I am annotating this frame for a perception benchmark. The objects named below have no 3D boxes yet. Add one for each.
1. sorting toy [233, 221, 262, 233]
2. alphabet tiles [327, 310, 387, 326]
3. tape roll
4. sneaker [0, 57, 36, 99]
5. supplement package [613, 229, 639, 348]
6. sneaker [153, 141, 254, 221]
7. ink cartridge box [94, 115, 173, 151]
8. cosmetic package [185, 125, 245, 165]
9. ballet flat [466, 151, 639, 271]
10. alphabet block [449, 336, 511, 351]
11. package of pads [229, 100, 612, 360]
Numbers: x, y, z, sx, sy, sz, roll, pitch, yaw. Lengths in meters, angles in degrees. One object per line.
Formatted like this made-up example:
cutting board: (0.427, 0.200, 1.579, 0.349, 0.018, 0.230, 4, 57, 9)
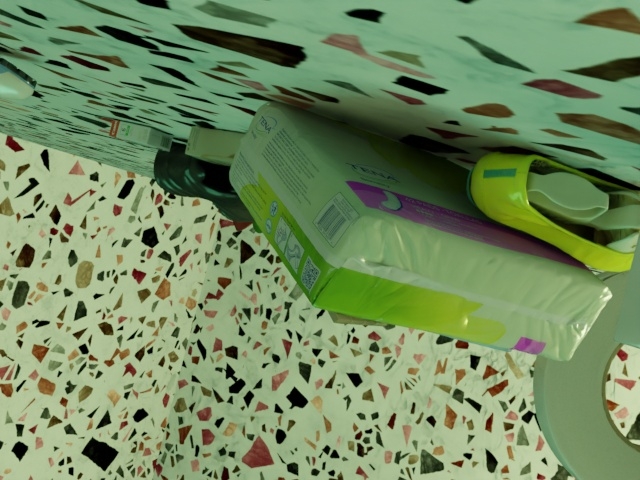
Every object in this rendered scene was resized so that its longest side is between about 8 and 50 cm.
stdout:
sorting toy: (-0.132, -0.101, 1.928, 0.126, 0.127, 0.365, 46, 166, -17)
alphabet tiles: (0.000, 0.000, 1.418, 0.011, 0.285, 0.342, -31, 164, 16)
tape roll: (0.524, 0.225, 1.458, 0.392, 0.392, 0.072, 14, 178, -2)
sneaker: (-0.422, -0.180, 0.992, 0.237, 0.086, 0.085, 13, 178, -14)
supplement package: (0.299, 0.026, 0.629, 0.139, 0.134, 0.244, 13, 179, 31)
sneaker: (-0.140, -0.092, 1.605, 0.286, 0.109, 0.130, 13, 175, -44)
ink cartridge box: (-0.299, -0.169, 1.495, 0.115, 0.029, 0.063, 14, 179, 25)
cosmetic package: (-0.118, -0.120, 1.247, 0.115, 0.041, 0.060, 14, 179, 42)
ballet flat: (0.231, -0.024, 0.813, 0.231, 0.077, 0.077, 17, 165, -29)
alphabet block: (0.216, 0.049, 1.456, 0.192, 0.197, 0.193, 15, 179, 1)
package of pads: (0.083, -0.011, 0.853, 0.296, 0.101, 0.229, 16, -158, -34)
